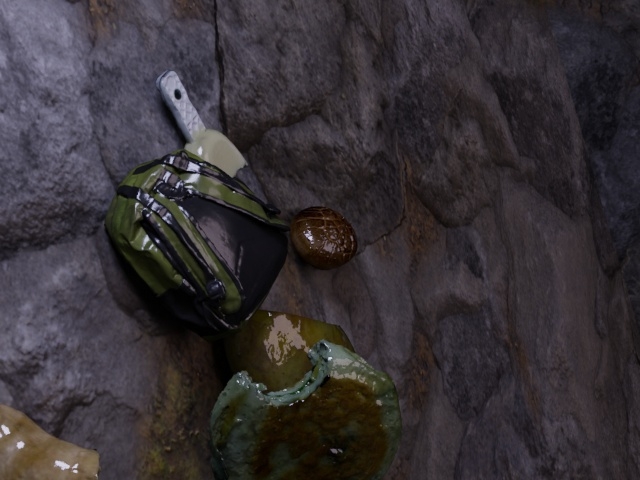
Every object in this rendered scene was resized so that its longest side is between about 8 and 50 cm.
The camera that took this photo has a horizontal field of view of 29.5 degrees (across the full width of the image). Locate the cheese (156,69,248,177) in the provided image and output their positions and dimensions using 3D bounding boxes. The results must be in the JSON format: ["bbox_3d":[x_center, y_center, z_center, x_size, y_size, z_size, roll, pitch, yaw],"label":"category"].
[{"bbox_3d":[-0.173,-0.136,1.749,0.235,0.050,0.127,61,38,-25],"label":"cheese"}]

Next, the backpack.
[{"bbox_3d":[-0.163,-0.002,1.640,0.253,0.140,0.207,45,52,-23],"label":"backpack"}]

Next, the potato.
[{"bbox_3d":[-0.029,0.190,1.787,0.298,0.141,0.176,49,47,-38],"label":"potato"}]

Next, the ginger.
[{"bbox_3d":[-0.319,0.232,1.306,0.115,0.193,0.122,-48,122,-55],"label":"ginger"}]

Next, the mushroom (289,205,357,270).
[{"bbox_3d":[0.007,-0.003,1.945,0.109,0.085,0.126,66,30,-18],"label":"mushroom"}]

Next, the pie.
[{"bbox_3d":[-0.019,0.280,1.706,0.302,0.302,0.067,53,-1,-34],"label":"pie"}]
